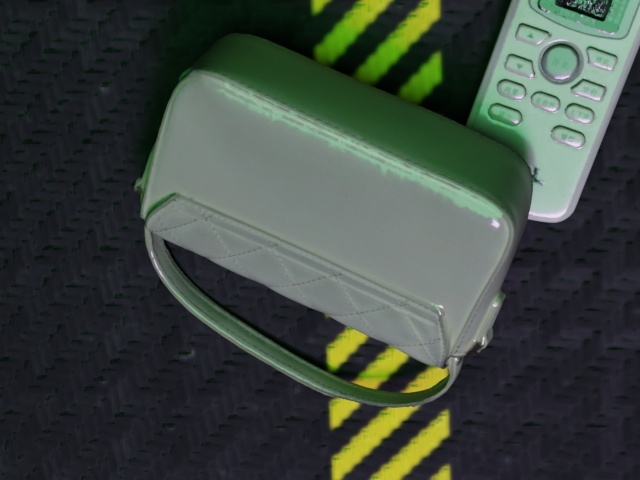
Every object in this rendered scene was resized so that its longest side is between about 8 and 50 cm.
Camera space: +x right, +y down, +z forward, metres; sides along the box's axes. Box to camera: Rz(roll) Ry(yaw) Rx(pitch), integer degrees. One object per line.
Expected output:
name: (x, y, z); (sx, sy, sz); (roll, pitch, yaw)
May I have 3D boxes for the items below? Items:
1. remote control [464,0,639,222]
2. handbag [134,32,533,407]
remote control: (0.149, -0.105, 0.980); (0.088, 0.029, 0.190); (21, 109, 3)
handbag: (0.000, 0.000, 1.011); (0.256, 0.079, 0.219); (26, 127, 6)
